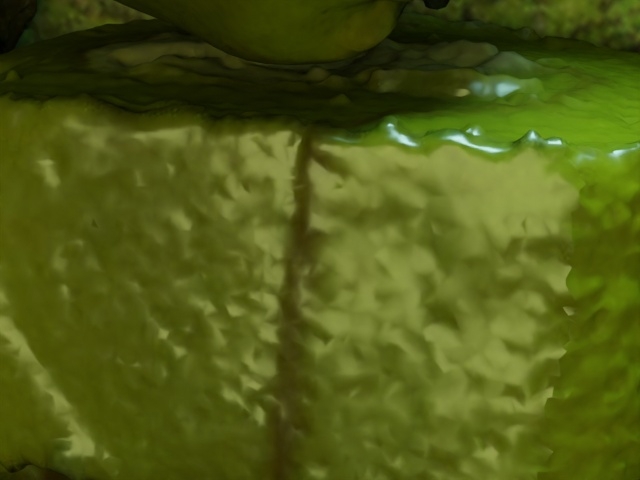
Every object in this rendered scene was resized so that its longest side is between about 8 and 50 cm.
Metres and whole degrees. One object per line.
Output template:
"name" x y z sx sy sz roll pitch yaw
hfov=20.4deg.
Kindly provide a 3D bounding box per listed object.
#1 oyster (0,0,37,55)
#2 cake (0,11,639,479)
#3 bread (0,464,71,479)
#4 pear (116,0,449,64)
"oyster" -0.208 -0.083 0.680 0.198 0.092 0.259 3 115 13
"cake" 0.000 0.000 0.600 0.261 0.179 0.156 8 106 14
"bread" -0.053 0.135 0.652 0.213 0.104 0.213 -8 59 13
"pear" -0.035 -0.180 0.542 0.212 0.212 0.269 -35 78 20
